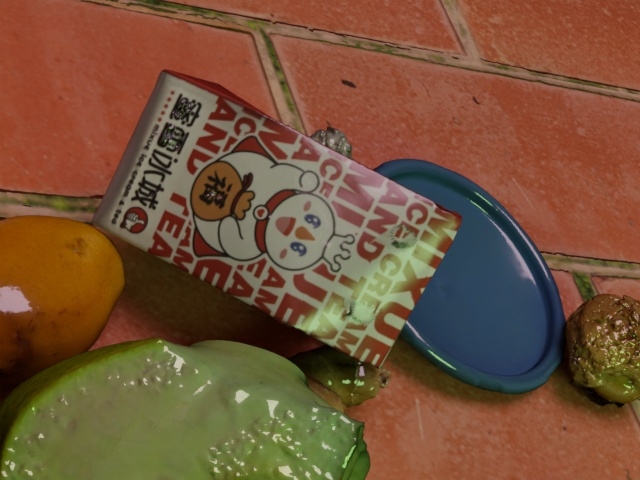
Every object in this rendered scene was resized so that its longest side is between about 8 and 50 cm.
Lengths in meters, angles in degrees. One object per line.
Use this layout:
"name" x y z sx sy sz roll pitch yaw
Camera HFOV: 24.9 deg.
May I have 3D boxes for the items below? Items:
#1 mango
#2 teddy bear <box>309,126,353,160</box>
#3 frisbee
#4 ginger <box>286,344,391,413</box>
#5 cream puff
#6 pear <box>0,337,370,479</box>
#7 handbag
"mango" -0.243 0.043 1.234 0.145 0.112 0.219 29 27 10
"teddy bear" -0.020 -0.006 1.429 0.111 0.133 0.213 0 62 -9
"frisbee" 0.140 0.042 1.539 0.289 0.049 0.289 24 44 -26
"ginger" -0.080 0.140 1.270 0.334 0.081 0.148 5 48 -23
"cream puff" 0.314 0.114 1.539 0.133 0.104 0.119 15 62 -55
"pear" -0.126 0.210 1.089 0.282 0.176 0.286 20 75 4
"handbag" -0.033 -0.021 1.304 0.298 0.171 0.151 25 1 19
